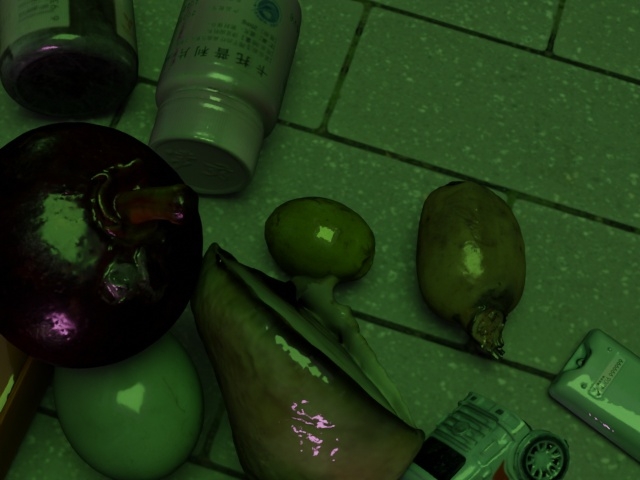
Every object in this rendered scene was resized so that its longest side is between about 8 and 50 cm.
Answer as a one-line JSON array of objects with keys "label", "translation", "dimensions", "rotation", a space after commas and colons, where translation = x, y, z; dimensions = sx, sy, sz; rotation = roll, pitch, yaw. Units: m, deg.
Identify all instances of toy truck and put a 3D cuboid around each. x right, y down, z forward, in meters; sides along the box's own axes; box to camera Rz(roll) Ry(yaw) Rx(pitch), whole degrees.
[{"label": "toy truck", "translation": [0.190, 0.306, 1.065], "dimensions": [0.162, 0.136, 0.305], "rotation": [-35, 104, -12]}]

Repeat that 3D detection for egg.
[{"label": "egg", "translation": [-0.200, 0.159, 1.163], "dimensions": [0.149, 0.149, 0.192], "rotation": [-20, 61, -14]}]

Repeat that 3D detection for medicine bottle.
[{"label": "medicine bottle", "translation": [-0.314, -0.302, 1.380], "dimensions": [0.165, 0.165, 0.273], "rotation": [-5, 62, -7]}, {"label": "medicine bottle", "translation": [-0.116, -0.193, 1.348], "dimensions": [0.152, 0.152, 0.254], "rotation": [11, 62, 1]}]

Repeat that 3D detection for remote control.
[{"label": "remote control", "translation": [0.401, 0.215, 1.241], "dimensions": [0.293, 0.051, 0.103], "rotation": [35, 66, 14]}]

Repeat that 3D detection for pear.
[{"label": "pear", "translation": [0.000, 0.000, 1.286], "dimensions": [0.131, 0.107, 0.107], "rotation": [21, 63, 22]}]

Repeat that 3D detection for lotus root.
[{"label": "lotus root", "translation": [0.173, 0.029, 1.282], "dimensions": [0.125, 0.118, 0.220], "rotation": [-8, 60, 10]}]

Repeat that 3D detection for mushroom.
[{"label": "mushroom", "translation": [-0.054, 0.133, 1.125], "dimensions": [0.217, 0.212, 0.292], "rotation": [29, 23, -22]}]

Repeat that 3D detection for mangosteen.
[{"label": "mangosteen", "translation": [-0.204, -0.007, 1.035], "dimensions": [0.236, 0.261, 0.235], "rotation": [17, 61, -35]}]

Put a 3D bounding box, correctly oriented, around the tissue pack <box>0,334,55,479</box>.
[{"label": "tissue pack", "translation": [-0.389, 0.129, 1.168], "dimensions": [0.194, 0.145, 0.274], "rotation": [20, 63, 3]}]
